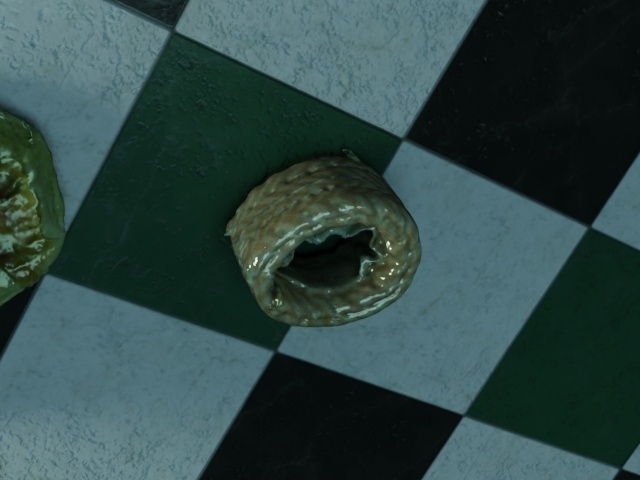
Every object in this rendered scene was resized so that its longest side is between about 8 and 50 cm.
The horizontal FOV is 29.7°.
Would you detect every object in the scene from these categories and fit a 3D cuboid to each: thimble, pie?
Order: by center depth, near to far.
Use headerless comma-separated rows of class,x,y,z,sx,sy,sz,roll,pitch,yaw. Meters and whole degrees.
pie,-0.442,-0.038,1.420,0.306,0.071,0.306,-10,121,-17
thimble,0.005,0.003,1.566,0.229,0.148,0.196,-25,125,-4
